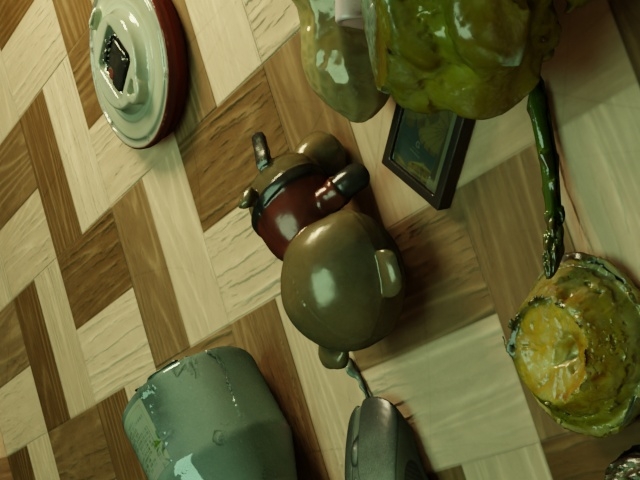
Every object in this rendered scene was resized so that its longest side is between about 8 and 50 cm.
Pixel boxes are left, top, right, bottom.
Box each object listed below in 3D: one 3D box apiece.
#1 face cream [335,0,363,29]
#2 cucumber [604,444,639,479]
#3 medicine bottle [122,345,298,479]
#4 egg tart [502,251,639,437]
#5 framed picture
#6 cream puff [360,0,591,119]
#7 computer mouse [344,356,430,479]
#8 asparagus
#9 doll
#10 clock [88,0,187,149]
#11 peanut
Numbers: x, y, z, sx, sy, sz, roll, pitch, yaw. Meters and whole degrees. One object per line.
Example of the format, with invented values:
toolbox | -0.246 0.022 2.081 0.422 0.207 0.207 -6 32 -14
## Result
face cream | 0.067 -0.395 1.535 0.073 0.107 0.269 -9 80 63
cucumber | 0.412 0.244 1.243 0.359 0.096 0.096 -8 92 59
medicine bottle | -0.150 0.352 1.962 0.290 0.245 0.245 57 140 30
egg tart | 0.286 0.121 1.397 0.212 0.090 0.213 13 106 51
framed picture | 0.140 -0.143 1.593 0.128 0.023 0.169 45 133 41
cream puff | 0.176 -0.314 1.313 0.378 0.275 0.378 172 90 -86
computer mouse | 0.079 0.336 1.749 0.167 0.090 0.379 -50 52 47
asparagus | 0.259 -0.072 1.410 0.027 0.034 0.236 -20 71 58
doll | 0.000 0.000 1.706 0.330 0.174 0.235 60 135 30
clock | -0.340 -0.320 2.207 0.318 0.080 0.319 19 113 53
peanut | 0.020 -0.307 1.627 0.149 0.149 0.313 -14 87 56
